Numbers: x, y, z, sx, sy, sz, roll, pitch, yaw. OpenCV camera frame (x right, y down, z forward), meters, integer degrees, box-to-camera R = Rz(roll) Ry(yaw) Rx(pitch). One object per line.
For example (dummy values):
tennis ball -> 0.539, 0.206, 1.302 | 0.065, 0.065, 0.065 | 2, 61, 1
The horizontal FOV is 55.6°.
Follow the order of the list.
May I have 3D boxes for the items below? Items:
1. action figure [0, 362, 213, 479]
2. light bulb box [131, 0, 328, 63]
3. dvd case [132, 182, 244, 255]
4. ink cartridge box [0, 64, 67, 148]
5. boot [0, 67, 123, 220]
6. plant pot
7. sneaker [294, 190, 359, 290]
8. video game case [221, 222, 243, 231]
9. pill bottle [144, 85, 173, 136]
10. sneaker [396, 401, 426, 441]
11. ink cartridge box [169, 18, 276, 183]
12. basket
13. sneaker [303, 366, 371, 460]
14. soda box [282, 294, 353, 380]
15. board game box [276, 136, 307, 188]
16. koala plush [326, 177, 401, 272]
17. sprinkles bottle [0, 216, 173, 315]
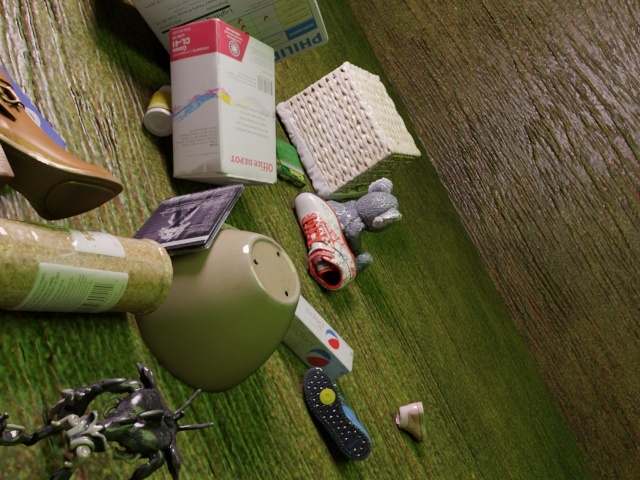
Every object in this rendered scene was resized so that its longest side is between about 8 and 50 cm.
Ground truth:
action figure -> -0.273, 0.239, 0.713 | 0.276, 0.141, 0.164 | 1, 58, -44
light bulb box -> -0.214, -0.577, 1.360 | 0.361, 0.358, 0.225 | 58, 14, -60
dvd case -> -0.236, -0.033, 1.053 | 0.221, 0.165, 0.018 | -72, 149, -59
ink cartridge box -> -0.534, -0.230, 0.830 | 0.324, 0.071, 0.330 | 53, 27, -12
boot -> -0.406, -0.143, 0.805 | 0.220, 0.109, 0.283 | 60, 25, 15
plant pot -> -0.148, 0.092, 1.042 | 0.284, 0.191, 0.284 | 42, 31, -32
sneaker -> 0.001, 0.000, 1.537 | 0.270, 0.090, 0.145 | 61, 22, -2
video game case -> -0.181, 0.021, 1.269 | 0.087, 0.011, 0.122 | 27, 40, -49
pill bottle -> -0.325, -0.274, 1.265 | 0.065, 0.065, 0.116 | 42, 30, -33
sneaker -> 0.223, 0.454, 1.506 | 0.051, 0.070, 0.134 | -100, 179, -54
ink cartridge box -> -0.199, -0.275, 1.277 | 0.226, 0.131, 0.305 | 1, 89, -65
basket -> 0.096, -0.325, 1.872 | 0.331, 0.267, 0.328 | 64, 24, 6
sneaker -> 0.029, 0.357, 1.243 | 0.209, 0.069, 0.082 | 55, -9, 11
soda box -> -0.023, 0.203, 1.285 | 0.216, 0.074, 0.069 | 48, 27, -22
board game box -> -0.137, -0.235, 1.617 | 0.260, 0.030, 0.136 | 22, 41, -52
koala plush -> 0.120, -0.061, 1.667 | 0.203, 0.221, 0.196 | 41, 31, -33
sprinkles bottle -> -0.361, 0.035, 0.792 | 0.355, 0.121, 0.121 | 14, 50, -57
